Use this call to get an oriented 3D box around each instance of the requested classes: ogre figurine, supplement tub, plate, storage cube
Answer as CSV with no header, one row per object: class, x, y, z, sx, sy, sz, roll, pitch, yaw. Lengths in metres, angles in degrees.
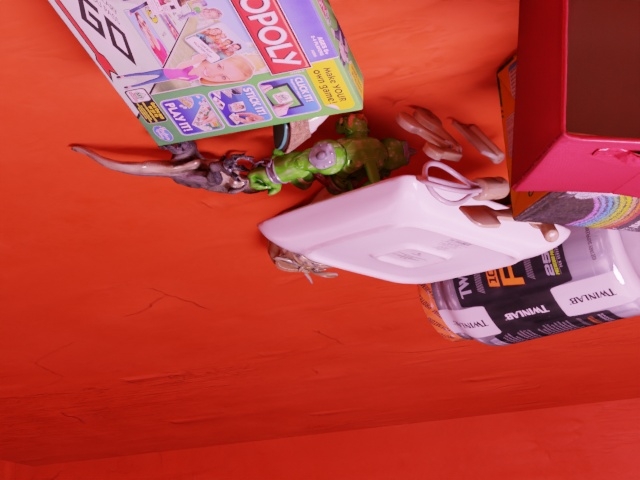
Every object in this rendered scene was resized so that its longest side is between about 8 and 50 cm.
ogre figurine,0.027,-0.090,1.340,0.197,0.097,0.118,17,161,-31
supplement tub,0.302,0.036,1.585,0.316,0.194,0.193,-19,155,37
plate,0.109,0.001,1.380,0.277,0.045,0.278,16,159,-37
storage cube,0.266,-0.144,0.942,0.183,0.215,0.193,4,169,-1

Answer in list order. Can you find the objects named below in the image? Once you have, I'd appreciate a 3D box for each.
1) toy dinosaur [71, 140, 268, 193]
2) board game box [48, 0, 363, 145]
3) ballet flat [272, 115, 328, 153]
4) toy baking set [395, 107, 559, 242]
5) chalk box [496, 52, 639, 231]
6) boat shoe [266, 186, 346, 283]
toy dinosaur,-0.153,-0.092,1.368,0.268,0.064,0.118,9,165,-21
board game box,-0.107,-0.201,0.992,0.213,0.046,0.317,-8,149,16
ballet flat,-0.017,-0.149,1.208,0.067,0.073,0.206,-9,163,-5
toy baking set,0.173,-0.063,1.259,0.196,0.256,0.030,20,119,-25
chalk box,0.354,-0.119,1.178,0.289,0.179,0.180,4,159,-20
boat shoe,0.000,0.000,1.598,0.104,0.089,0.285,5,159,-21
